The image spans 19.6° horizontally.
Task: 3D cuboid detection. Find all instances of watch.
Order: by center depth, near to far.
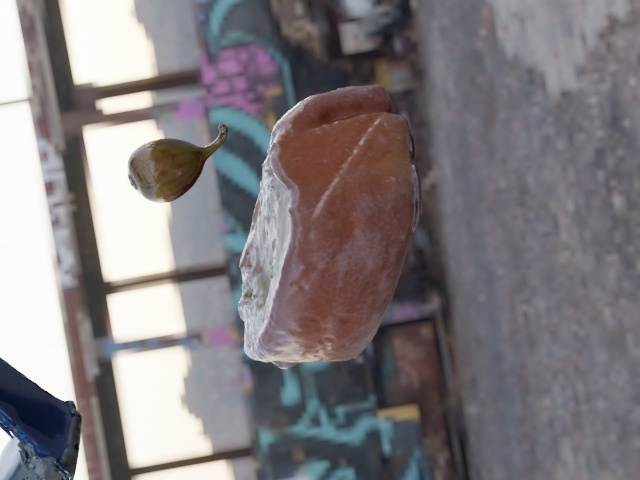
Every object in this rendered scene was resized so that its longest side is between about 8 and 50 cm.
[{"bbox_3d":[-0.269,0.085,1.114,0.276,0.274,0.068,-56,20,37],"label":"watch"}]

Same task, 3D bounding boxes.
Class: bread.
[{"bbox_3d":[0.002,0.009,1.581,0.190,0.123,0.244,-103,20,-49],"label":"bread"}]

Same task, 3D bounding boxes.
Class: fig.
[{"bbox_3d":[-0.104,-0.060,1.378,0.050,0.083,0.050,60,178,4],"label":"fig"}]
